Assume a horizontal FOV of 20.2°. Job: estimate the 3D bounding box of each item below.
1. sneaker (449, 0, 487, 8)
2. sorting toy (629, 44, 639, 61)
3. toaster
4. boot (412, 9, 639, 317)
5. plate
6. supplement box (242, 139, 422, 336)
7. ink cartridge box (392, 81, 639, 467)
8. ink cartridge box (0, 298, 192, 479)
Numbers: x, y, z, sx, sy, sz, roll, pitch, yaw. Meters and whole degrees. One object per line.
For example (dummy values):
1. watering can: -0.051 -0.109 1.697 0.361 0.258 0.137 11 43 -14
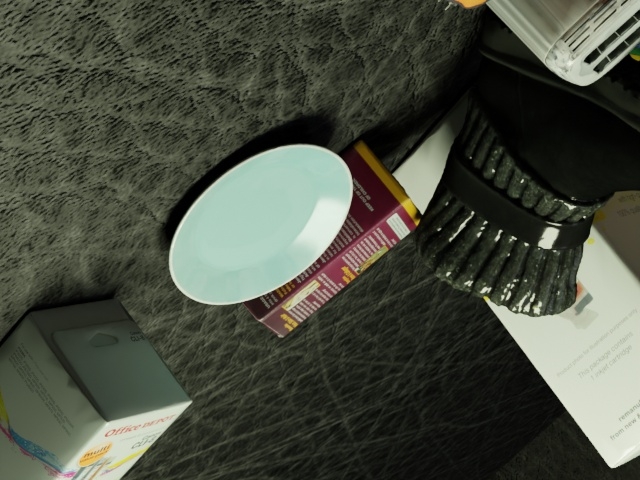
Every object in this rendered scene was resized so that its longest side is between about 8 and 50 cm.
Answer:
1. sneaker: 0.175 -0.281 1.358 0.321 0.124 0.180 -18 160 -25
2. sorting toy: 0.306 -0.187 1.812 0.274 0.132 0.046 12 85 -68
3. toaster: 0.218 -0.231 1.487 0.227 0.146 0.129 -42 162 10
4. boot: 0.243 -0.034 1.623 0.131 0.348 0.260 -2 117 -39
5. plate: -0.056 -0.019 1.619 0.188 0.024 0.188 -24 143 -19
6. supplement box: 0.000 0.000 1.748 0.188 0.081 0.104 -39 164 2
7. ink cartridge box: 0.295 0.014 1.877 0.160 0.384 0.279 -45 162 31
8. ink cartridge box: -0.232 0.157 1.600 0.176 0.127 0.128 -48 160 26
